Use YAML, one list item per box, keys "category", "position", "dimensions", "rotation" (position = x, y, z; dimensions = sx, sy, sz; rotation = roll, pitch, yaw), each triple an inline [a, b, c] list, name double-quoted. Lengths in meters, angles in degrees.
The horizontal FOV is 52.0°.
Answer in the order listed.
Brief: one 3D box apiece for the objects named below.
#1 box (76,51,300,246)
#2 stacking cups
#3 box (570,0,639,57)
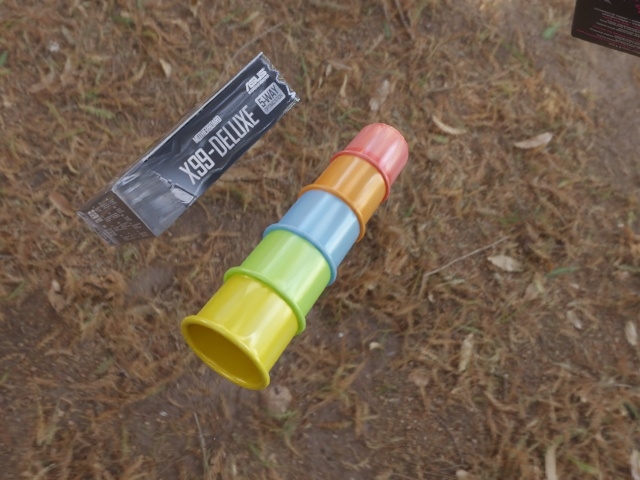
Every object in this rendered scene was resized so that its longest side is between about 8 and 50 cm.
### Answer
- category: "box"
  position: [-0.188, -0.104, 0.863]
  dimensions: [0.242, 0.307, 0.076]
  rotation: [-47, 108, -20]
- category: "stacking cups"
  position: [0.000, 0.000, 0.655]
  dimensions: [0.096, 0.096, 0.316]
  rotation: [38, 58, 3]
- category: "box"
  position: [0.362, -0.231, 0.547]
  dimensions: [0.247, 0.142, 0.164]
  rotation: [24, 93, 16]
